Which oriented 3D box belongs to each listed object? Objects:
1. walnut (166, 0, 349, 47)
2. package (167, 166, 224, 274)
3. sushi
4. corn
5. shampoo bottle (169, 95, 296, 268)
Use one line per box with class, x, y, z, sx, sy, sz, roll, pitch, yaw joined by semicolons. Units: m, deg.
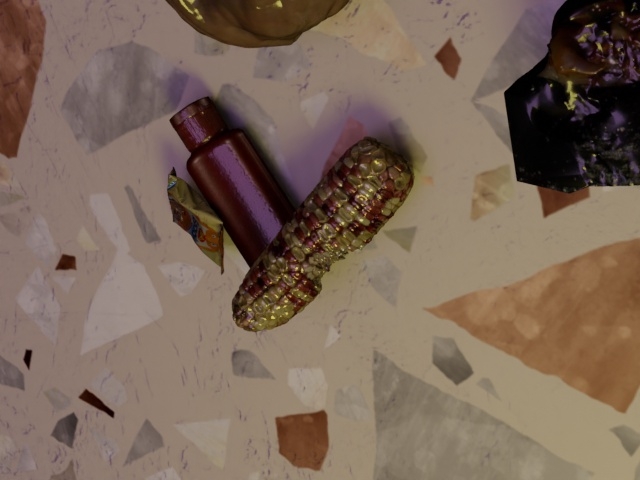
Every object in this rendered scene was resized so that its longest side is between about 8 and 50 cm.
walnut;-0.083;-0.338;1.488;0.273;0.227;0.273;12;120;21
package;-0.159;-0.025;1.742;0.120;0.031;0.108;47;157;24
sushi;0.340;-0.170;1.353;0.227;0.215;0.212;6;110;50
corn;0.000;0.000;1.617;0.098;0.098;0.290;42;103;8
shampoo bottle;-0.098;-0.060;1.711;0.102;0.064;0.260;-30;93;39
